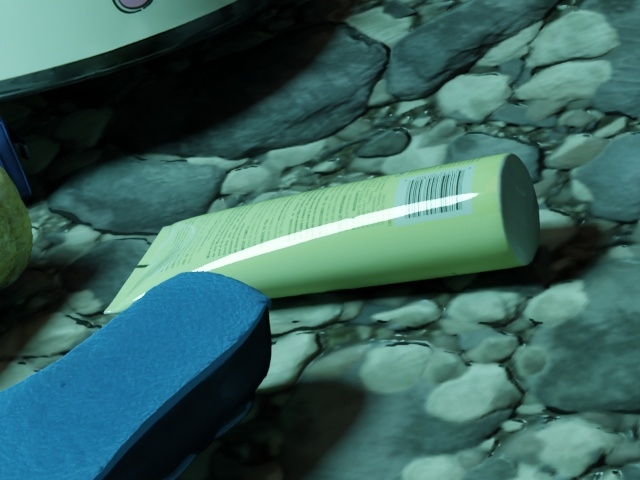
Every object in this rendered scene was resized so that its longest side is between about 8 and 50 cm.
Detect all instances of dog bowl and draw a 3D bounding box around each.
[{"bbox_3d":[-0.224,-0.219,1.350,0.408,0.150,0.408,-11,20,4],"label":"dog bowl"}]

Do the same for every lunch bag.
[{"bbox_3d":[-0.228,-0.057,1.237,0.065,0.067,0.098,-26,31,-15],"label":"lunch bag"}]

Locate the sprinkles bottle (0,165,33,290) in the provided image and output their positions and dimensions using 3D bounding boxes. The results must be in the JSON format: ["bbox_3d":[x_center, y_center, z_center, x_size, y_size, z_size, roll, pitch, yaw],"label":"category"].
[{"bbox_3d":[-0.295,0.074,1.003,0.121,0.121,0.355,3,36,31],"label":"sprinkles bottle"}]

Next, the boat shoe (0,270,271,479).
[{"bbox_3d":[-0.110,0.114,0.883,0.258,0.089,0.109,-30,45,-31],"label":"boat shoe"}]

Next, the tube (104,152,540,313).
[{"bbox_3d":[0.000,0.000,1.044,0.240,0.062,0.070,-9,-13,24],"label":"tube"}]
